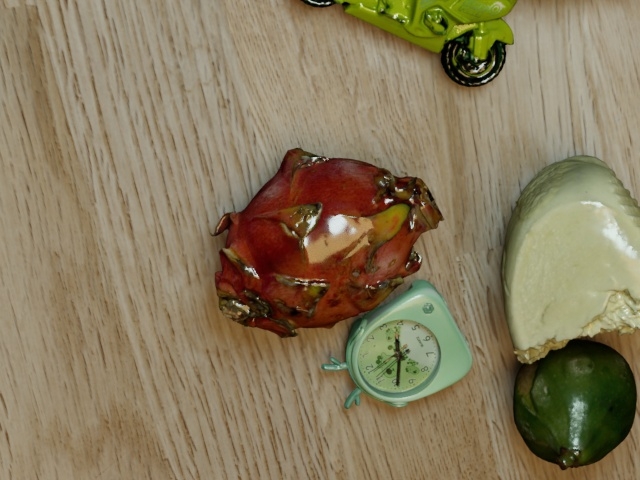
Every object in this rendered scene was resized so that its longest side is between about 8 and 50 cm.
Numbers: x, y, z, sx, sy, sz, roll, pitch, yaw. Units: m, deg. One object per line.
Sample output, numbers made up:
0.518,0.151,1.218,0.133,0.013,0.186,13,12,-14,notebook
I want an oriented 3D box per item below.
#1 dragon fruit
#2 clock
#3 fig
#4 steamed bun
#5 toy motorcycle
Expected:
0.003,-0.002,1.792,0.250,0.250,0.315,42,114,-16,dragon fruit
0.108,0.166,1.935,0.211,0.066,0.159,-27,108,2,clock
0.375,0.258,1.905,0.195,0.245,0.195,1,122,1,fig
0.355,0.045,1.822,0.272,0.290,0.273,-40,89,12,steamed bun
0.130,-0.353,1.742,0.342,0.142,0.206,24,101,-15,toy motorcycle
